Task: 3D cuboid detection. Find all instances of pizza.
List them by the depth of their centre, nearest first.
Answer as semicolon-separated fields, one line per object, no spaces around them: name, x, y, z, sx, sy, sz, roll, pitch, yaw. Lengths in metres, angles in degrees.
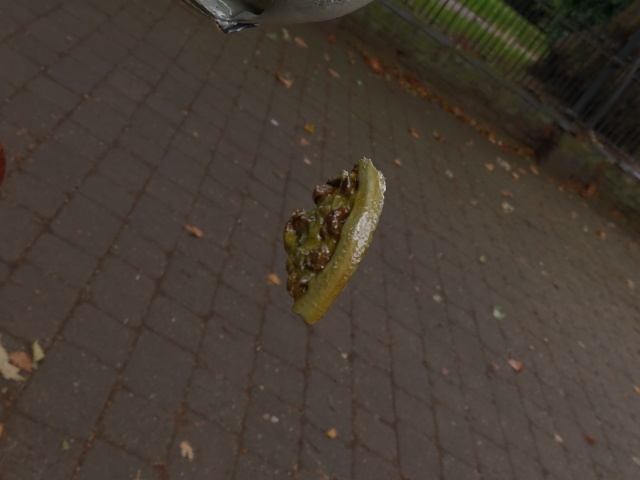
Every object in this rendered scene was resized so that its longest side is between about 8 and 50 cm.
pizza;0.000;0.000;0.800;0.046;0.175;0.134;30;-19;-28

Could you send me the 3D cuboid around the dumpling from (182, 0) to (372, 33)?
dumpling;-0.018;-0.305;0.739;0.204;0.293;0.163;69;-16;-7

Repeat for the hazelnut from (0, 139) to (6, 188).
hazelnut;-0.671;-0.130;1.356;0.261;0.261;0.241;5;47;-54
